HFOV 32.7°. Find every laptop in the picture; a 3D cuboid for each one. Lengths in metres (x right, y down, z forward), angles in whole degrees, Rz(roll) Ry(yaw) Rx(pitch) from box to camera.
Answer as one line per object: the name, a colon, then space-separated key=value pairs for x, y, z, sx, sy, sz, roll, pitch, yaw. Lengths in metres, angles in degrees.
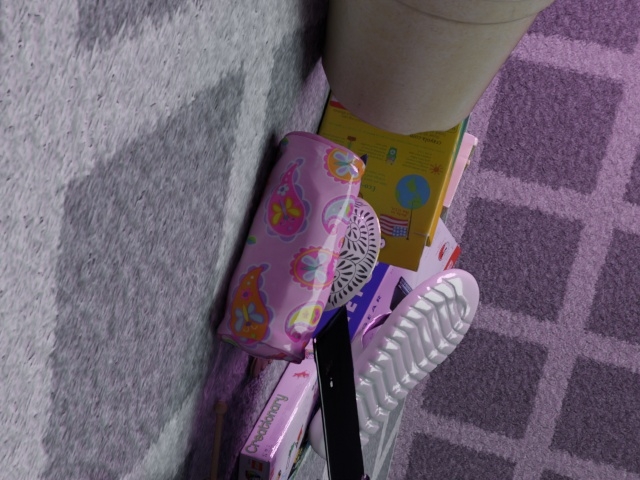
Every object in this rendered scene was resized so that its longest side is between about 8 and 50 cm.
laptop: x=-0.062 y=0.322 z=1.481 sx=0.408 sy=0.236 sz=0.382 roll=-41 pitch=177 yaw=7

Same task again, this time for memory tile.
memory tile: x=-0.073 y=0.120 z=1.581 sx=0.113 sy=0.012 sz=0.148 roll=-37 pitch=140 yaw=-72

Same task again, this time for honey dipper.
honey dipper: x=-0.140 y=0.283 z=1.442 sx=0.030 sy=0.030 sz=0.161 roll=-49 pitch=148 yaw=-65

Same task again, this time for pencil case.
pencil case: x=-0.034 y=0.008 z=1.351 sx=0.124 sy=0.124 sz=0.284 roll=65 pitch=40 yaw=-73

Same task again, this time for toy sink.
toy sink: x=0.266 y=-0.184 z=2.428 sx=0.153 sy=0.131 sz=0.234 roll=95 pitch=16 yaw=-80

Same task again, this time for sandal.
sandal: x=0.112 y=0.195 z=1.901 sx=0.416 sy=0.102 sz=0.169 roll=-46 pitch=133 yaw=-14

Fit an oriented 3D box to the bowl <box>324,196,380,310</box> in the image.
bowl: x=-0.009 y=0.004 z=1.461 sx=0.080 sy=0.170 sz=0.170 roll=28 pitch=75 yaw=-45

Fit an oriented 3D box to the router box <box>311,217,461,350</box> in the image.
router box: x=0.127 y=0.102 z=2.046 sx=0.335 sy=0.082 sz=0.301 roll=-63 pitch=154 yaw=-9

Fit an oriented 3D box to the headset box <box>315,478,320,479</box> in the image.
headset box: x=-0.030 y=0.540 z=1.750 sx=0.218 sy=0.110 sz=0.293 roll=-51 pitch=-176 yaw=5

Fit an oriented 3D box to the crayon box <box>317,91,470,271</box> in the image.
crayon box: x=0.093 y=-0.123 z=1.590 sx=0.081 sy=0.202 sz=0.318 roll=55 pitch=52 yaw=-76

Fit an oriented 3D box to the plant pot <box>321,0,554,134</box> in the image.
plant pot: x=0.137 y=-0.311 z=1.370 sx=0.305 sy=0.334 sz=0.334 roll=109 pitch=4 yaw=-53

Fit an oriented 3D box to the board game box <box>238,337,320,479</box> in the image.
board game box: x=-0.061 y=0.325 z=1.802 sx=0.305 sy=0.053 sz=0.193 roll=-59 pitch=160 yaw=-54
